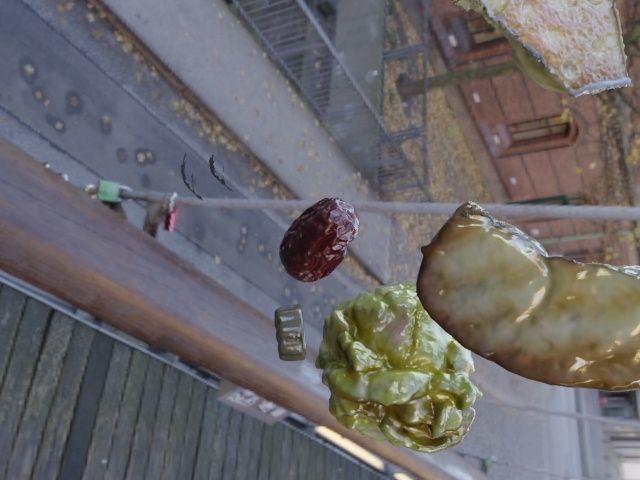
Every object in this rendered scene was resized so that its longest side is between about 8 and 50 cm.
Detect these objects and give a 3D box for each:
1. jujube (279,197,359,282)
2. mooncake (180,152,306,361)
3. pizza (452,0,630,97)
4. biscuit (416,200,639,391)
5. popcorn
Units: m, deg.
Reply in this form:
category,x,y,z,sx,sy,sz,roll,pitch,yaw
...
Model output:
category,x,y,z,sx,sy,sz,roll,pitch,yaw
jujube,0.000,0.000,0.780,0.077,0.129,0.077,13,58,-23
mooncake,-0.087,0.002,0.792,0.057,0.347,0.150,-8,113,-25
pizza,0.240,-0.241,0.763,0.204,0.080,0.188,-15,90,-21
biscuit,0.239,0.070,0.699,0.045,0.299,0.154,2,109,-62
popcorn,0.102,0.178,0.952,0.259,0.212,0.259,-172,-90,-82
